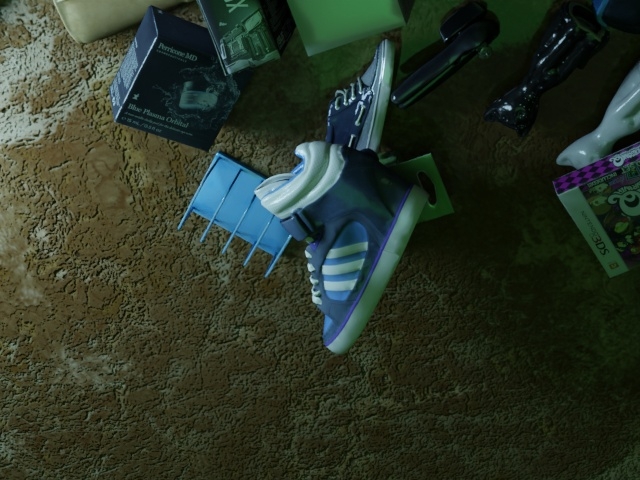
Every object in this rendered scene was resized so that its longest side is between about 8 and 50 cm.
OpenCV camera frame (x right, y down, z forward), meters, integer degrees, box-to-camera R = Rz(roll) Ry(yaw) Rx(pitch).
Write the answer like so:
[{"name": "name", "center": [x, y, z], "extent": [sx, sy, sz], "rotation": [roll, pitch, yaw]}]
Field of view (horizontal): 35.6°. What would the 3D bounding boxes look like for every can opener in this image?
[{"name": "can opener", "center": [0.178, -0.255, 1.429], "extent": [0.186, 0.059, 0.073], "rotation": [-44, 59, 15]}]

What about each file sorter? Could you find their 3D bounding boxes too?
[{"name": "file sorter", "center": [-0.124, -0.036, 1.583], "extent": [0.170, 0.104, 0.118], "rotation": [29, 120, -6]}]

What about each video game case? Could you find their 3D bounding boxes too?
[{"name": "video game case", "center": [0.488, -0.059, 1.454], "extent": [0.232, 0.041, 0.210], "rotation": [-24, 130, 21]}]

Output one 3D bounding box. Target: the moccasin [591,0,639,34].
[{"name": "moccasin", "center": [0.469, -0.419, 1.267], "extent": [0.117, 0.137, 0.342], "rotation": [20, 134, -5]}]

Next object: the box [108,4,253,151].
[{"name": "box", "center": [-0.207, -0.235, 1.467], "extent": [0.156, 0.093, 0.158], "rotation": [16, 124, -29]}]

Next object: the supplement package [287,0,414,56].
[{"name": "supplement package", "center": [0.041, -0.354, 1.301], "extent": [0.139, 0.244, 0.133], "rotation": [-15, 114, 18]}]

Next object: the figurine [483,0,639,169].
[{"name": "figurine", "center": [0.373, -0.197, 1.421], "extent": [0.215, 0.092, 0.209], "rotation": [31, 127, -7]}]

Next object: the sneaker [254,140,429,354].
[{"name": "sneaker", "center": [0.000, 0.000, 1.501], "extent": [0.236, 0.130, 0.322], "rotation": [27, 123, 3]}]

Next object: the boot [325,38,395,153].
[{"name": "boot", "center": [0.057, -0.211, 1.473], "extent": [0.086, 0.069, 0.190], "rotation": [9, 120, 0]}]

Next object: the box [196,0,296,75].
[{"name": "box", "center": [-0.101, -0.377, 1.279], "extent": [0.077, 0.307, 0.242], "rotation": [-15, 115, 15]}]

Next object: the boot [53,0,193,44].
[{"name": "boot", "center": [-0.272, -0.418, 1.418], "extent": [0.270, 0.089, 0.236], "rotation": [-11, 115, 18]}]

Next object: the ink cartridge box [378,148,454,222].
[{"name": "ink cartridge box", "center": [0.092, -0.072, 1.545], "extent": [0.209, 0.062, 0.109], "rotation": [-16, 114, 18]}]
